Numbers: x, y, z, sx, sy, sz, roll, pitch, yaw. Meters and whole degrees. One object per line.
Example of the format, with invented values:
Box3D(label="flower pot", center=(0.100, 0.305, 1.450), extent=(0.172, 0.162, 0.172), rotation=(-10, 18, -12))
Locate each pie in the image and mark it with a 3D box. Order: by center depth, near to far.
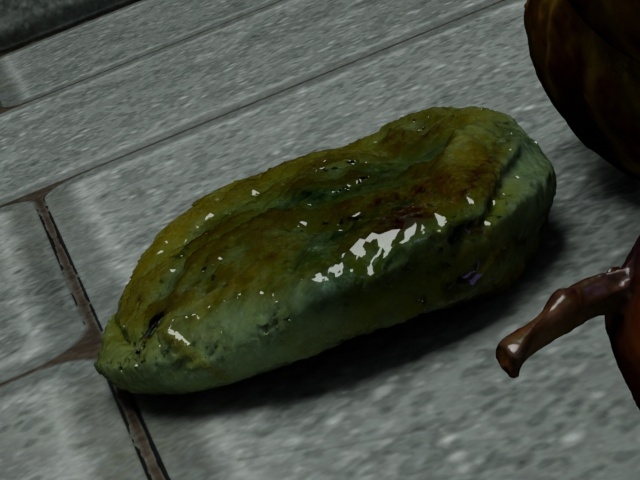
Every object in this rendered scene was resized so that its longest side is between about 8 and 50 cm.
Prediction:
Box3D(label="pie", center=(0.000, 0.000, 0.956), extent=(0.277, 0.078, 0.277), rotation=(-19, 15, 5))

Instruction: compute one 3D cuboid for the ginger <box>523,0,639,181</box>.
Box3D(label="ginger", center=(0.172, -0.153, 0.909), extent=(0.152, 0.274, 0.357), rotation=(-37, -16, -5))

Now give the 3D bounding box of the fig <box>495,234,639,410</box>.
Box3D(label="fig", center=(0.147, 0.035, 0.592), extent=(0.150, 0.128, 0.128), rotation=(-22, 16, 13))
